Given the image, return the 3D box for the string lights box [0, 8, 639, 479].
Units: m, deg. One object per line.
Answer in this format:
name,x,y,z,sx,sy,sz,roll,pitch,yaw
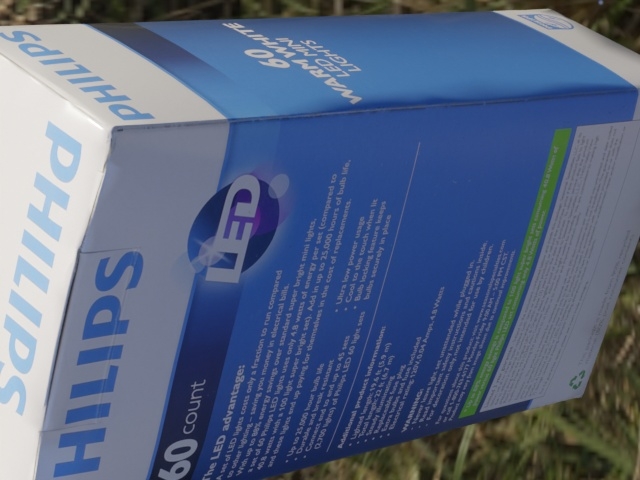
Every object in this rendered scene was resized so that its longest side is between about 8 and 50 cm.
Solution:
string lights box,0.000,0.000,0.618,0.077,0.260,0.133,35,119,38
